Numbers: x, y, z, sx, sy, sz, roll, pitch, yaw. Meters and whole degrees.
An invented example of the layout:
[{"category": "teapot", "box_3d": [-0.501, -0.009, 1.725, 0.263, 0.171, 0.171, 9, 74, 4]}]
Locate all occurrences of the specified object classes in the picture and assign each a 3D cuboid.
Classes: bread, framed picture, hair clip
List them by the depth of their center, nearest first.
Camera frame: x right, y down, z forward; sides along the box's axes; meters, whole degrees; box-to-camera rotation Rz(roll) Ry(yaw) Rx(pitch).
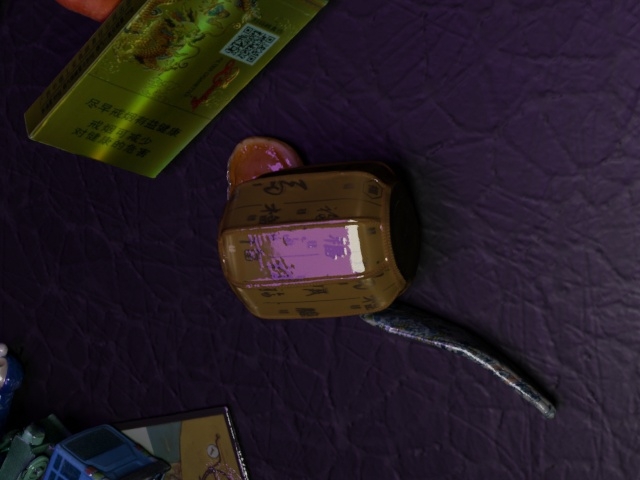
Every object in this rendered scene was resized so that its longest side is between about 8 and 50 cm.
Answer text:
[{"category": "hair clip", "box_3d": [0.142, 0.112, 1.249, 0.229, 0.066, 0.036, 28, 106, 15]}, {"category": "bread", "box_3d": [-0.061, -0.062, 1.343, 0.110, 0.024, 0.110, 7, 105, 28]}, {"category": "framed picture", "box_3d": [-0.211, 0.342, 1.524, 0.324, 0.013, 0.244, -14, 93, 30]}]

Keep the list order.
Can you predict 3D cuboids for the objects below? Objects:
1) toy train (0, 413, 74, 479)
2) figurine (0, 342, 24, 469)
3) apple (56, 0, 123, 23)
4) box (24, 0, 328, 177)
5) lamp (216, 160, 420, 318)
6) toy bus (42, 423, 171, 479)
[{"category": "toy train", "box_3d": [-0.373, 0.298, 1.541, 0.070, 0.099, 0.172, 40, 116, 23]}, {"category": "figurine", "box_3d": [-0.453, 0.254, 1.590, 0.262, 0.121, 0.164, -53, 36, 20]}, {"category": "apple", "box_3d": [-0.205, -0.319, 1.287, 0.199, 0.199, 0.199, 7, 104, 28]}, {"category": "box", "box_3d": [-0.155, -0.191, 1.285, 0.311, 0.173, 0.043, -41, 52, 31]}, {"category": "lamp", "box_3d": [0.000, 0.000, 1.241, 0.185, 0.161, 0.161, -8, 97, 19]}, {"category": "toy bus", "box_3d": [-0.290, 0.355, 1.500, 0.133, 0.116, 0.234, 32, 112, 21]}]
